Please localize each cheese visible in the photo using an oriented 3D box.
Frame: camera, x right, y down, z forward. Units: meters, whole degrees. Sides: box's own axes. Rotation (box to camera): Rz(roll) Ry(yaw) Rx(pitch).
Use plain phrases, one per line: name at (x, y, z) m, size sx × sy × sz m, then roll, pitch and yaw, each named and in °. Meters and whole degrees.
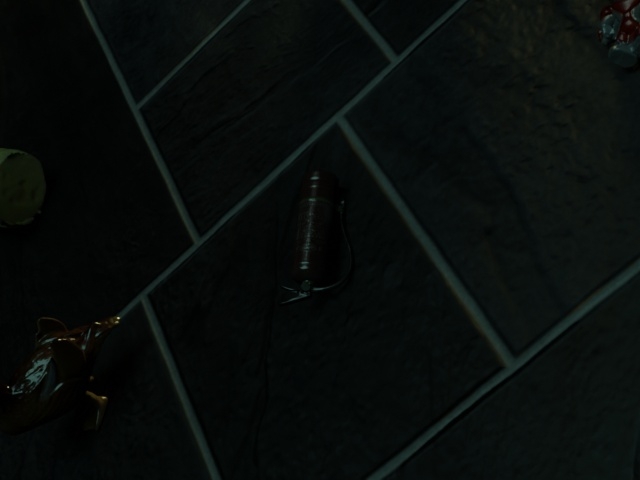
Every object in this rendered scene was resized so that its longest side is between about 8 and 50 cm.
cheese at (-0.486, -0.080, 1.534) m, size 0.167 × 0.094 × 0.123 m, roll 8°, pitch 81°, yaw 45°

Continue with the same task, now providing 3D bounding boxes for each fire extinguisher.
fire extinguisher at (0.000, 0.000, 1.143) m, size 0.078 × 0.045 × 0.157 m, roll 0°, pitch 63°, yaw 14°

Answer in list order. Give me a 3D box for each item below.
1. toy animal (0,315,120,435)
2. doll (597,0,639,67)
toy animal at (-0.322, 0.149, 1.214) m, size 0.188 × 0.179 × 0.089 m, roll -53°, pitch 48°, yaw 2°
doll at (0.306, -0.259, 1.028) m, size 0.094 × 0.079 × 0.180 m, roll -9°, pitch 74°, yaw 36°
